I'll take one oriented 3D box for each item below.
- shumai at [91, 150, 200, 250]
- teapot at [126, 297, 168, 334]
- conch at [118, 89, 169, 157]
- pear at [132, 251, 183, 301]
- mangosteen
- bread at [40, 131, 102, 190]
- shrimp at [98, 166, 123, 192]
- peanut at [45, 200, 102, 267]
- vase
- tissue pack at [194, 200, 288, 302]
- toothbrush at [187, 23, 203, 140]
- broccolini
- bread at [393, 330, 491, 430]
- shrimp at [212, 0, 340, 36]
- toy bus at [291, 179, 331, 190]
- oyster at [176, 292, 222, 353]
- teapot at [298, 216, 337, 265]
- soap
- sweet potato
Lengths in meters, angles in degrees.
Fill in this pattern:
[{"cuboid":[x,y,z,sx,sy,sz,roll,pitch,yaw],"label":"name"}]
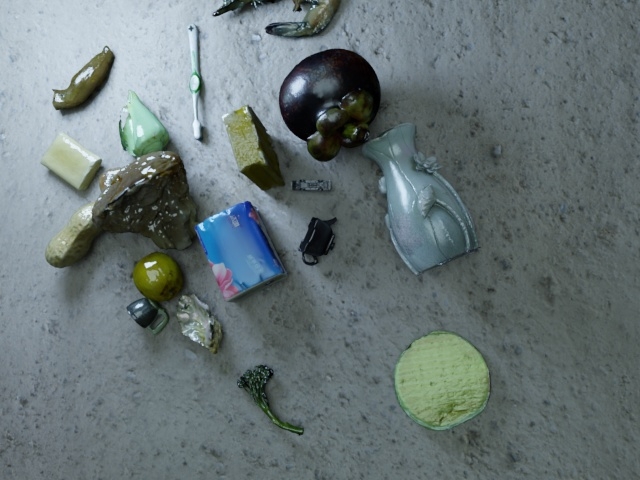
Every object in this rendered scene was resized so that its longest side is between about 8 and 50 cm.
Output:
[{"cuboid":[-0.535,-0.112,1.806,0.346,0.217,0.283,-43,124,2],"label":"shumai"},{"cuboid":[-0.564,0.236,1.827,0.091,0.124,0.092,-40,43,-6],"label":"teapot"},{"cuboid":[-0.613,-0.371,1.860,0.250,0.143,0.137,42,49,20],"label":"conch"},{"cuboid":[-0.523,0.117,1.791,0.149,0.149,0.162,-43,77,2],"label":"pear"},{"cuboid":[0.034,-0.418,1.696,0.330,0.330,0.330,-1,85,7],"label":"mangosteen"},{"cuboid":[-0.851,-0.269,1.907,0.178,0.060,0.139,36,91,8],"label":"bread"},{"cuboid":[-0.654,-0.164,1.885,0.223,0.047,0.126,40,81,9],"label":"shrimp"},{"cuboid":[-0.793,-0.021,1.849,0.111,0.125,0.274,39,83,21],"label":"peanut"},{"cuboid":[0.290,-0.131,1.680,0.250,0.250,0.445,-24,79,4],"label":"vase"},{"cuboid":[-0.251,0.034,1.760,0.209,0.137,0.269,-25,77,-1],"label":"tissue pack"},{"cuboid":[-0.427,-0.543,1.891,0.042,0.040,0.418,-6,84,8],"label":"toothbrush"},{"cuboid":[-0.139,0.497,1.752,0.271,0.062,0.123,41,106,14],"label":"broccolini"},{"cuboid":[0.368,0.427,1.707,0.301,0.045,0.301,-1,83,5],"label":"bread"},{"cuboid":[-0.145,-0.794,1.867,0.445,0.085,0.272,-14,89,1],"label":"shrimp"},{"cuboid":[-0.028,-0.178,1.804,0.131,0.052,0.037,1,90,9],"label":"toy bus"},{"cuboid":[-0.387,0.259,1.806,0.209,0.072,0.133,29,95,28],"label":"oyster"},{"cuboid":[0.000,0.000,1.775,0.096,0.087,0.177,24,88,-14],"label":"teapot"},{"cuboid":[-0.198,-0.272,1.702,0.091,0.315,0.199,-20,84,5],"label":"soap"},{"cuboid":[-0.819,-0.557,1.917,0.112,0.085,0.286,40,90,13],"label":"sweet potato"}]
